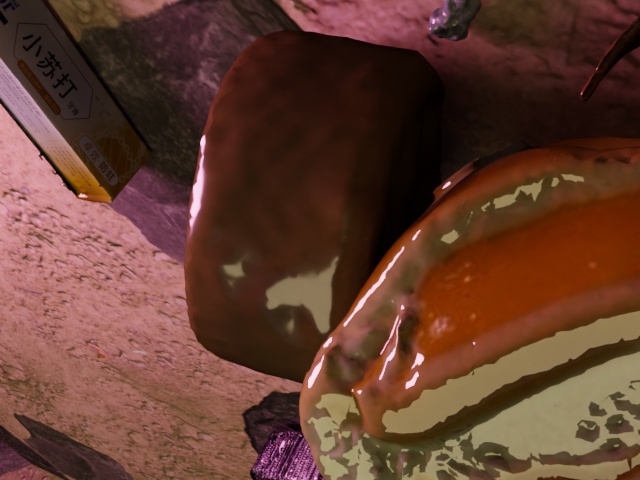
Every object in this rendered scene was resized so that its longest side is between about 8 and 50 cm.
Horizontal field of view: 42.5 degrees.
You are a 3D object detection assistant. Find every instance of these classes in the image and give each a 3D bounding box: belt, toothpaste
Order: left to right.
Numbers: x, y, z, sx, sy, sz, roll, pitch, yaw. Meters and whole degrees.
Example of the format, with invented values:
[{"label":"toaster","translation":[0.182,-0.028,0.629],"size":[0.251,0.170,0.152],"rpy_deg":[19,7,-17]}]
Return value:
[{"label":"toothpaste","translation":[-0.303,-0.178,0.871],"size":[0.071,0.089,0.313],"rpy_deg":[8,143,38]},{"label":"belt","translation":[0.039,0.448,1.425],"size":[0.325,0.122,0.260],"rpy_deg":[39,149,-16]}]

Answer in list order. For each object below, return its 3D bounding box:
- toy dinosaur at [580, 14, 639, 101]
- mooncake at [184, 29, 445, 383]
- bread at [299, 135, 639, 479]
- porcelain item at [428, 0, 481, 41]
[{"label":"toy dinosaur","translation":[0.358,-0.075,0.517],"size":[0.327,0.113,0.206],"rpy_deg":[36,147,-16]},{"label":"mooncake","translation":[0.011,-0.023,0.679],"size":[0.155,0.284,0.284],"rpy_deg":[12,143,16]},{"label":"bread","translation":[0.172,0.033,0.552],"size":[0.300,0.341,0.210],"rpy_deg":[-25,87,30]},{"label":"porcelain item","translation":[0.104,-0.182,0.625],"size":[0.036,0.028,0.083],"rpy_deg":[-3,151,-14]}]
